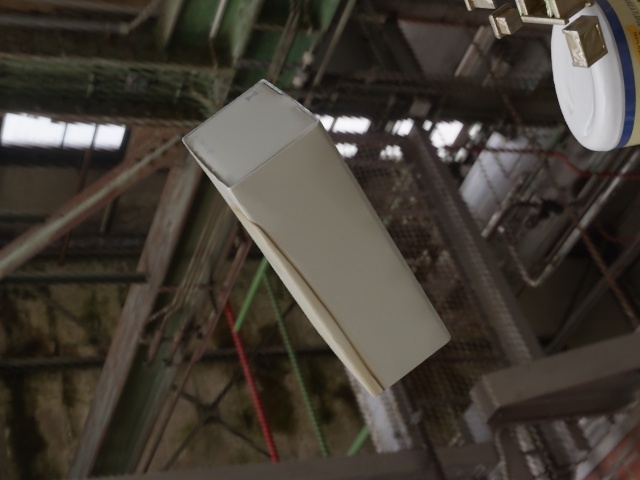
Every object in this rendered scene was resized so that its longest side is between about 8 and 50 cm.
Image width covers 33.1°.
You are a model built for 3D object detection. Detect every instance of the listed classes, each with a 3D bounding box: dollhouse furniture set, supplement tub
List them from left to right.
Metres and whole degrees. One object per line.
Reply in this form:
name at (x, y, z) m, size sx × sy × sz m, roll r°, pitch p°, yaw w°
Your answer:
dollhouse furniture set at (0.258, -0.286, 1.387) m, size 0.161 × 0.181 × 0.101 m, roll -37°, pitch -150°, yaw -20°
supplement tub at (0.519, -0.266, 1.563) m, size 0.316 × 0.228 × 0.228 m, roll -12°, pitch -130°, yaw -3°

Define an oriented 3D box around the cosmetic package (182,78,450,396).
cosmetic package at (0.000, 0.000, 1.125) m, size 0.113 × 0.309 × 0.160 m, roll -38°, pitch -148°, yaw -5°
